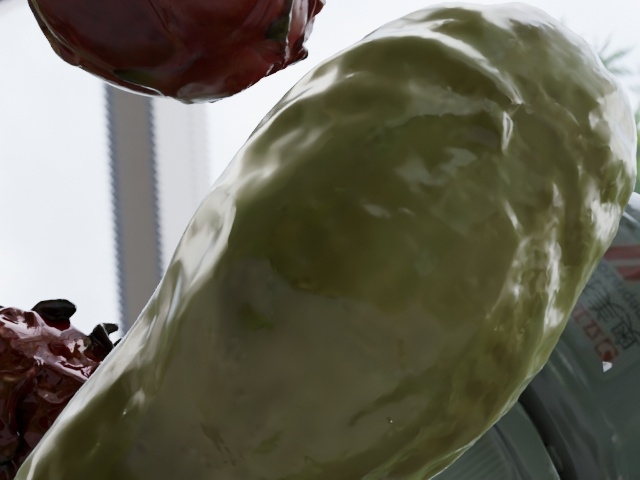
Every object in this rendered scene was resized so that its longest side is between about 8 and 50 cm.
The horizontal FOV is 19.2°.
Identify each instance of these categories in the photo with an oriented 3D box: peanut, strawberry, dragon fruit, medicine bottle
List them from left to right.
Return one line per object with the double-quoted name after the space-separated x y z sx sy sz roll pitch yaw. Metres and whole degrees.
-0.259 0.175 1.466 0.280 0.150 0.253 6 -54 -1 "strawberry"
-0.085 -0.163 1.075 0.209 0.172 0.172 18 -48 -6 "dragon fruit"
-0.011 0.048 0.671 0.147 0.147 0.319 40 -88 2 "peanut"
0.141 0.121 1.405 0.245 0.306 0.245 42 -28 28 "medicine bottle"
